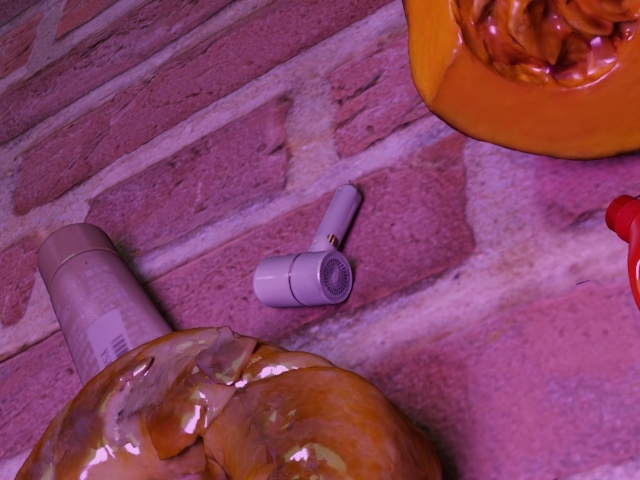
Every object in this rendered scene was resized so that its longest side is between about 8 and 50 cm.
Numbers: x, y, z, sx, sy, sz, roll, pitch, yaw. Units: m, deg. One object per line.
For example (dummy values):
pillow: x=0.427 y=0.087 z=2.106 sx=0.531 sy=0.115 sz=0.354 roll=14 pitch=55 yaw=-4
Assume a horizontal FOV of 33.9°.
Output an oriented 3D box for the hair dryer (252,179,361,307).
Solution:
hair dryer: x=0.000 y=0.000 z=0.946 sx=0.082 sy=0.047 sz=0.137 roll=-6 pitch=47 yaw=41

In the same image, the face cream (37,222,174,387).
face cream: x=-0.188 y=0.107 z=1.006 sx=0.137 sy=0.084 sz=0.341 roll=-45 pitch=45 yaw=5

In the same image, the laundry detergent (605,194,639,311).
laundry detergent: x=0.244 y=0.018 z=0.694 sx=0.097 sy=0.049 sz=0.165 roll=-48 pitch=34 yaw=2

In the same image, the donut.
donut: x=-0.077 y=0.219 z=0.716 sx=0.360 sy=0.170 sz=0.360 roll=-20 pitch=47 yaw=23

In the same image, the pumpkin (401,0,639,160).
pumpkin: x=0.209 y=-0.208 z=0.768 sx=0.303 sy=0.256 sz=0.226 roll=-43 pitch=34 yaw=44
